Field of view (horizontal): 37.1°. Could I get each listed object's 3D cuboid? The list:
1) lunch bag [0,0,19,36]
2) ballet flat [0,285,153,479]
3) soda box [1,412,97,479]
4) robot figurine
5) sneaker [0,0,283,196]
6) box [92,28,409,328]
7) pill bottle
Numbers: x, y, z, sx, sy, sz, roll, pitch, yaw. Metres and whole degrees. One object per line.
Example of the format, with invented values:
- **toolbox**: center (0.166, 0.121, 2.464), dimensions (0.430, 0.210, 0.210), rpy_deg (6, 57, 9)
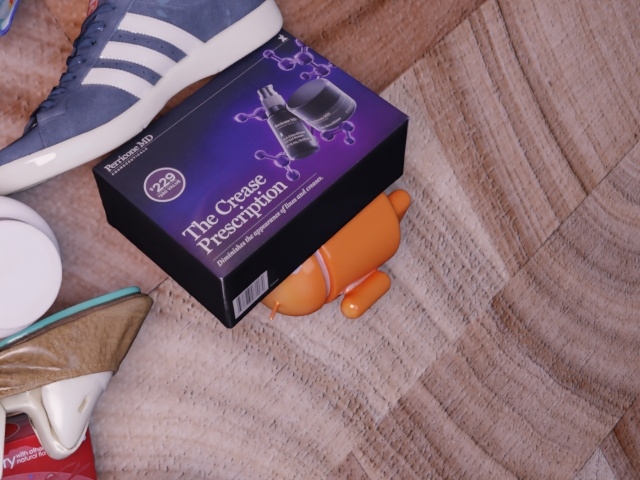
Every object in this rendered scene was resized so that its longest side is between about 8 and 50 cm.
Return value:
- **lunch bag**: center (-0.294, -0.248, 0.815), dimensions (0.096, 0.151, 0.129), rpy_deg (23, 81, -33)
- **ballet flat**: center (-0.282, 0.146, 0.817), dimensions (0.342, 0.116, 0.124), rpy_deg (-18, 75, -35)
- **soda box**: center (-0.342, 0.228, 0.864), dimensions (0.263, 0.092, 0.084), rpy_deg (-12, 100, -33)
- **robot figurine**: center (0.001, 0.001, 1.054), dimensions (0.219, 0.128, 0.158), rpy_deg (-34, 113, -27)
- **sneaker**: center (-0.201, -0.181, 0.911), dimensions (0.350, 0.131, 0.148), rpy_deg (-43, 109, -30)
- **box**: center (-0.065, -0.070, 0.961), dimensions (0.261, 0.184, 0.103), rpy_deg (-42, 154, -24)
- **pill bottle**: center (-0.293, 0.017, 0.803), dimensions (0.117, 0.215, 0.117), rpy_deg (-4, 97, -34)
